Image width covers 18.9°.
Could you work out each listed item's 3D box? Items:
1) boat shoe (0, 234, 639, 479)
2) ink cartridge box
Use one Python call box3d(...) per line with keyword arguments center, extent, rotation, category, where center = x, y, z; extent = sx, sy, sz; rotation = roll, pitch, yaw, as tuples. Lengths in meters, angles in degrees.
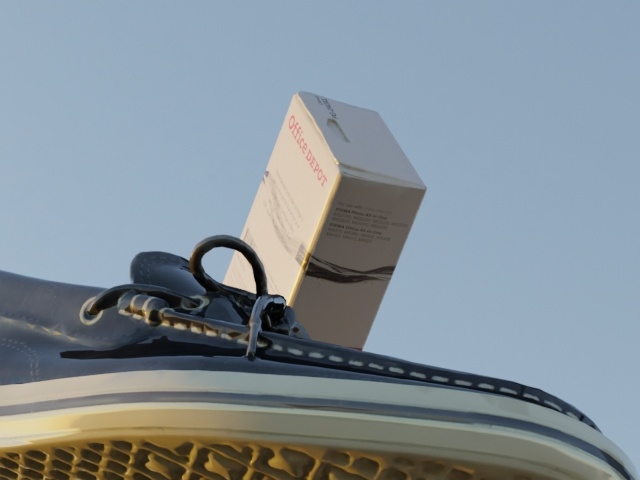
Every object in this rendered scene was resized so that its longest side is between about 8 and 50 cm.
box3d(center=(-0.061, 0.086, 0.984), extent=(0.500, 0.156, 0.187), rotation=(0, -41, 38), category="boat shoe")
box3d(center=(0.000, 0.000, 1.189), extent=(0.063, 0.109, 0.150), rotation=(11, -64, -23), category="ink cartridge box")
